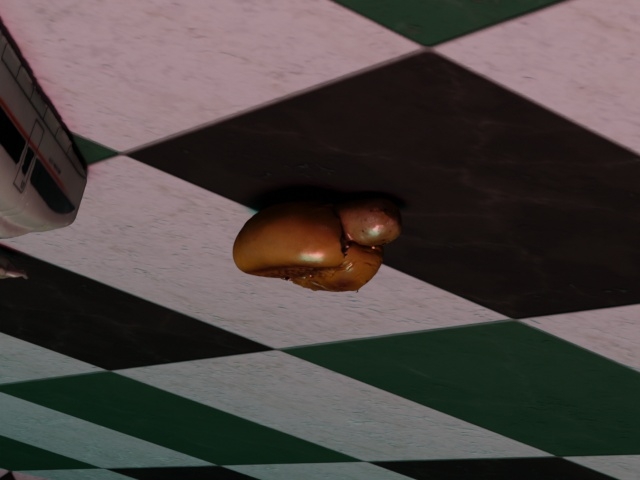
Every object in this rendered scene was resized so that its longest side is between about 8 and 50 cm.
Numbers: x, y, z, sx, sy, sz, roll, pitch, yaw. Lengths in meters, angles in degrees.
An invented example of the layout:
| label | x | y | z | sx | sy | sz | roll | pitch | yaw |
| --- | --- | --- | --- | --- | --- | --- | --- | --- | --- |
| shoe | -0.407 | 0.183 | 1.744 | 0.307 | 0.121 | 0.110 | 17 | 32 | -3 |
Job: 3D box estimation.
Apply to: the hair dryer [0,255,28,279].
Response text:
| label | x | y | z | sx | sy | sz | roll | pitch | yaw |
| --- | --- | --- | --- | --- | --- | --- | --- | --- | --- |
| hair dryer | -0.397 | -0.014 | 1.486 | 0.357 | 0.108 | 0.173 | 13 | 167 | -31 |

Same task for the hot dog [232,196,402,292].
| label | x | y | z | sx | sy | sz | roll | pitch | yaw |
| --- | --- | --- | --- | --- | --- | --- | --- | --- | --- |
| hot dog | -0.002 | -0.001 | 1.236 | 0.089 | 0.060 | 0.140 | 16 | 171 | -23 |

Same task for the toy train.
| label | x | y | z | sx | sy | sz | roll | pitch | yaw |
| --- | --- | --- | --- | --- | --- | --- | --- | --- | --- |
| toy train | -0.223 | -0.064 | 1.141 | 0.086 | 0.088 | 0.407 | 11 | 165 | 9 |
